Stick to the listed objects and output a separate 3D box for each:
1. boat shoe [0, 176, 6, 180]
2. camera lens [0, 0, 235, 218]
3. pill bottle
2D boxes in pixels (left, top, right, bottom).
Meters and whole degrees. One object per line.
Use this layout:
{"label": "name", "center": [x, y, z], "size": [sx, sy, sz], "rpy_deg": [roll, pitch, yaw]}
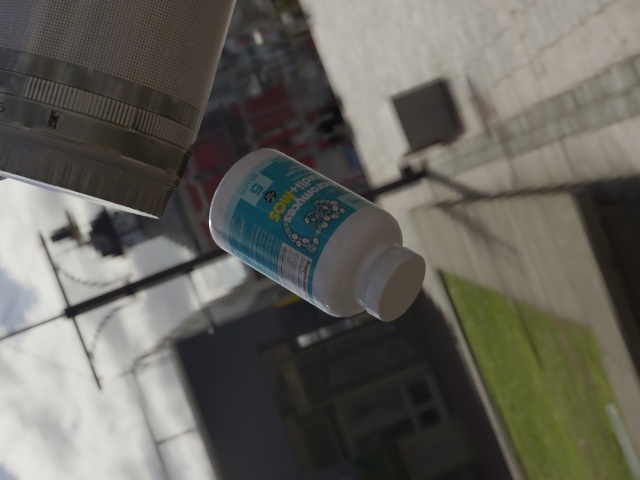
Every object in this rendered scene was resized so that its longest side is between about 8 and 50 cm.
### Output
{"label": "boat shoe", "center": [-0.586, -0.167, 2.156], "size": [0.095, 0.335, 0.112], "rpy_deg": [82, -151, -79]}
{"label": "camera lens", "center": [-0.205, -0.178, 1.362], "size": [0.219, 0.219, 0.274], "rpy_deg": [74, -149, -87]}
{"label": "pill bottle", "center": [0.000, 0.000, 1.818], "size": [0.264, 0.146, 0.146], "rpy_deg": [30, 158, 29]}
